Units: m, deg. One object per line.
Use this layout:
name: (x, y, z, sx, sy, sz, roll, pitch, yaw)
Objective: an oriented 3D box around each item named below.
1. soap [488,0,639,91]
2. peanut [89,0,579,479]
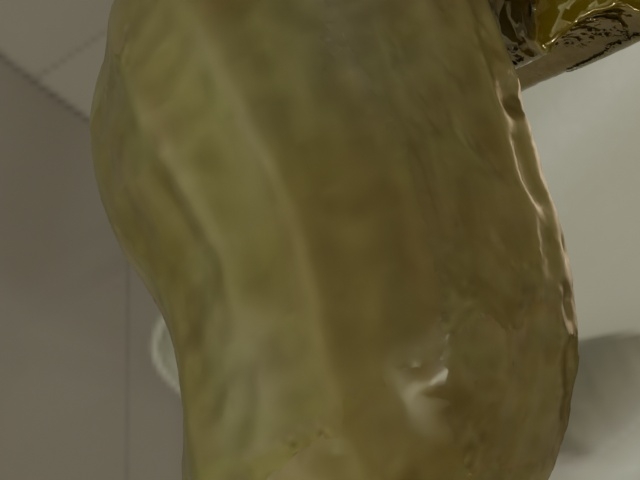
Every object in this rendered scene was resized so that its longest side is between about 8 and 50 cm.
soap: (0.083, -0.153, 0.815, 0.080, 0.160, 0.257, -13, 177, -20)
peanut: (0.005, -0.002, 0.714, 0.174, 0.340, 0.158, -19, 160, 4)
